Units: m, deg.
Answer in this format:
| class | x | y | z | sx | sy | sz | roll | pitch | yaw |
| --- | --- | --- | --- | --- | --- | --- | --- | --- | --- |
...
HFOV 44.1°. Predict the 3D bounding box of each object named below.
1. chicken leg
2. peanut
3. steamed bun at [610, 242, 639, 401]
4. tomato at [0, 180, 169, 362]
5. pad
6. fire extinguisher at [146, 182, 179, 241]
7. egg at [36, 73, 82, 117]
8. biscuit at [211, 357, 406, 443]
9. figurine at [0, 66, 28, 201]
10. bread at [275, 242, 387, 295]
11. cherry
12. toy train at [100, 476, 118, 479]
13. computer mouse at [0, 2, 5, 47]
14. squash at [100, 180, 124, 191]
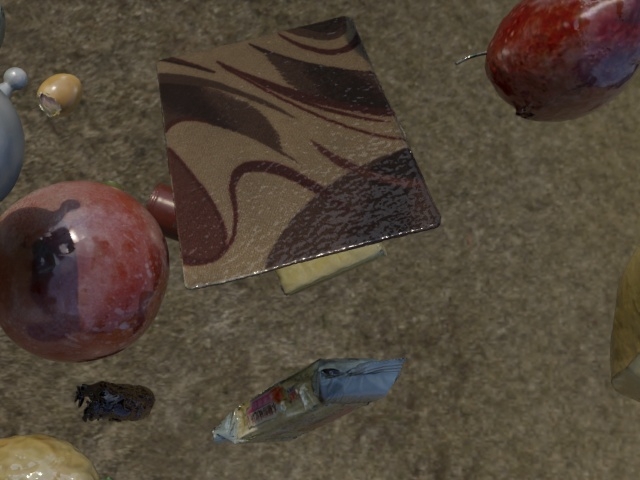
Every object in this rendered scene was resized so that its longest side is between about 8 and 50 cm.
| class | x | y | z | sx | sy | sz | roll | pitch | yaw |
| --- | --- | --- | --- | --- | --- | --- | --- | --- | --- |
| chicken leg | -0.350 | 0.280 | 1.378 | 0.063 | 0.105 | 0.234 | -65 | 160 | -2 |
| peanut | -0.403 | 0.312 | 1.004 | 0.149 | 0.313 | 0.149 | 28 | 57 | -55 |
| steamed bun | 0.370 | 0.061 | 0.776 | 0.111 | 0.231 | 0.212 | 2 | 73 | -47 |
| tomato | -0.355 | 0.040 | 1.147 | 0.227 | 0.271 | 0.270 | 72 | 20 | -76 |
| pad | -0.038 | -0.103 | 0.744 | 0.004 | 0.220 | 0.330 | 78 | -4 | -48 |
| fire extinguisher | -0.188 | -0.015 | 1.590 | 0.147 | 0.337 | 0.106 | -32 | 140 | -86 |
| egg | -0.523 | -0.295 | 1.598 | 0.080 | 0.080 | 0.096 | 58 | 43 | -22 |
| biscuit | -0.026 | 0.261 | 1.285 | 0.186 | 0.309 | 0.079 | 7 | 59 | -47 |
| figurine | -0.443 | -0.039 | 0.891 | 0.167 | 0.281 | 0.369 | 18 | 84 | -34 |
| bread | 0.000 | 0.000 | 1.278 | 0.139 | 0.178 | 0.060 | 64 | 8 | -5 |
| cherry | 0.321 | -0.250 | 1.002 | 0.192 | 0.250 | 0.175 | -9 | 80 | -22 |
| toy train | -0.155 | 0.328 | 0.597 | 0.159 | 0.188 | 0.271 | -21 | 107 | -48 |
| computer mouse | -0.554 | -0.327 | 1.297 | 0.056 | 0.089 | 0.181 | 16 | 95 | -4 |
| squash | -0.424 | -0.077 | 1.567 | 0.069 | 0.239 | 0.069 | -3 | 103 | -12 |
